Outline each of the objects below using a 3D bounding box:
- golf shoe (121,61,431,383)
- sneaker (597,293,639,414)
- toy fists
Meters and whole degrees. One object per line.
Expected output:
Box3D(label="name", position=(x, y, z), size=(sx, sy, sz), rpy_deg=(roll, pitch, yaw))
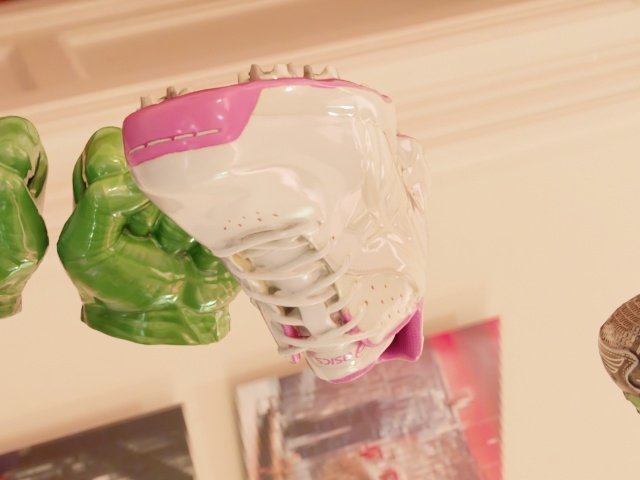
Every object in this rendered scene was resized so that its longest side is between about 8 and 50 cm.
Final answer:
Box3D(label="golf shoe", position=(0.000, 0.000, 0.621), size=(0.306, 0.115, 0.140), rpy_deg=(19, 61, -69))
Box3D(label="sneaker", position=(0.225, -0.018, 0.577), size=(0.146, 0.134, 0.343), rpy_deg=(38, -34, 4))
Box3D(label="toy fists", position=(-0.179, -0.011, 0.824), size=(0.096, 0.279, 0.142), rpy_deg=(-100, -163, -71))
